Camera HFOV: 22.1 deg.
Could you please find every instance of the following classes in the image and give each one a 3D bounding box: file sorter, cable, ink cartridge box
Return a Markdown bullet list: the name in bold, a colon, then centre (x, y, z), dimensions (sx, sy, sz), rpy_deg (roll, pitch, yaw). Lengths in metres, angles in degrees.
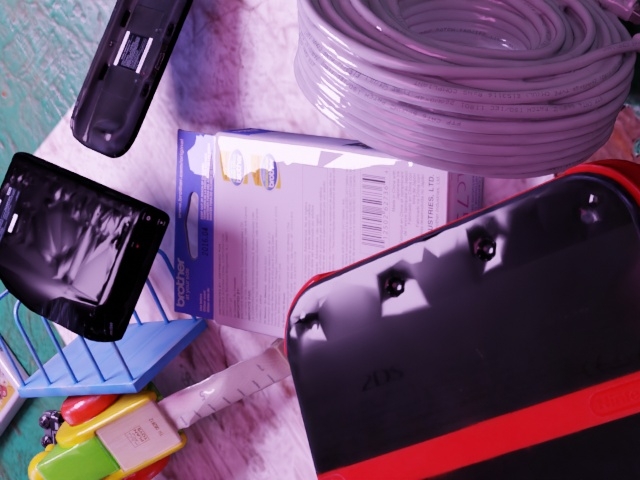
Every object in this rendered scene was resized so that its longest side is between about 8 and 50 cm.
- **file sorter**: centre (-0.225, 0.079, 1.617), dimensions (0.170, 0.118, 0.104), rpy_deg (-6, 116, 39)
- **cable**: centre (0.106, -0.142, 1.235), dimensions (0.257, 0.257, 0.089), rpy_deg (30, 128, 25)
- **ink cartridge box**: centre (0.000, 0.000, 1.475), dimensions (0.311, 0.065, 0.186), rpy_deg (9, 104, 34)

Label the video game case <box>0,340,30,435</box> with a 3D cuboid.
- **video game case**: centre (-0.436, 0.159, 1.884), dimensions (0.206, 0.026, 0.227), rpy_deg (51, 125, 18)

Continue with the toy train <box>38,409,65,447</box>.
- **toy train**: centre (-0.279, 0.261, 1.780), dimensions (0.036, 0.027, 0.158), rpy_deg (0, 99, 28)

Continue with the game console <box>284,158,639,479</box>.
- **game console**: centre (0.144, 0.144, 1.289), dimensions (0.386, 0.060, 0.342), rpy_deg (-24, 76, 39)

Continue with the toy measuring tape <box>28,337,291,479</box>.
- **toy measuring tape**: centre (-0.152, 0.161, 1.624), dimensions (0.330, 0.121, 0.121), rpy_deg (-29, 81, 18)

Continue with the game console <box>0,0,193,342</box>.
- **game console**: centre (-0.195, -0.098, 1.534), dimensions (0.213, 0.044, 0.361), rpy_deg (23, 91, 43)
